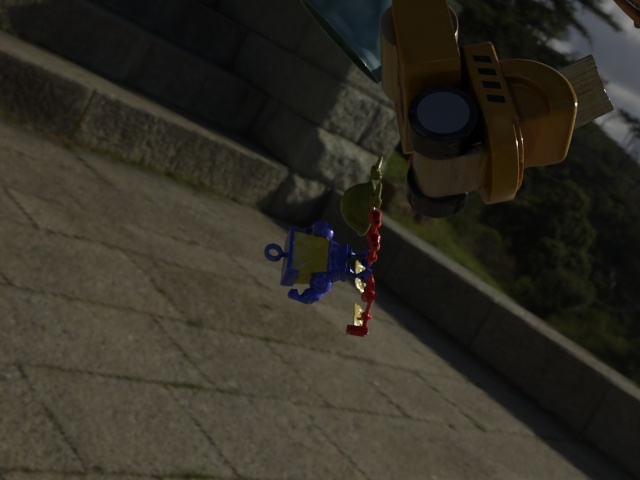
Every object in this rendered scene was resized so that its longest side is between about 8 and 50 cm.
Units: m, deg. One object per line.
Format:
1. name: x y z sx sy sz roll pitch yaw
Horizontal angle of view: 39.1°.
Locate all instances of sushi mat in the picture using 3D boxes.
1. sushi mat: 0.538 -0.313 2.163 0.019 0.317 0.151 -122 -174 -74

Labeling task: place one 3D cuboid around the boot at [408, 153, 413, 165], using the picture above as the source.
1. boot: 0.225 -0.313 2.229 0.176 0.244 0.088 21 7 -8

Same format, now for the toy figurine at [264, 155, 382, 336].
1. toy figurine: 0.000 0.000 1.782 0.217 0.362 0.191 6 -31 -3

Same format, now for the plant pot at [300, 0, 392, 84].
1. plant pot: 0.114 -0.558 2.214 0.293 0.196 0.293 47 4 -5

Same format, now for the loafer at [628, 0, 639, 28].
1. loafer: 0.758 -0.530 2.060 0.094 0.087 0.251 4 -6 35

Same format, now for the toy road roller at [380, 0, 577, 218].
1. toy road roller: 0.227 -0.205 1.317 0.202 0.241 0.329 82 -2 -58

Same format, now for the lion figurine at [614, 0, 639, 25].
1. lion figurine: 0.612 -0.409 1.362 0.240 0.392 0.142 55 42 -9
